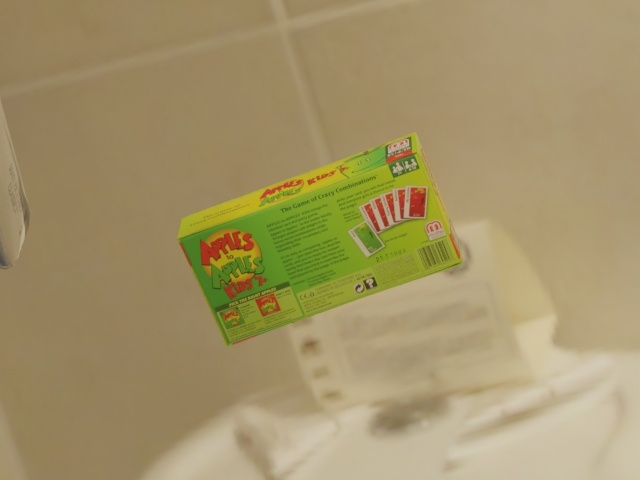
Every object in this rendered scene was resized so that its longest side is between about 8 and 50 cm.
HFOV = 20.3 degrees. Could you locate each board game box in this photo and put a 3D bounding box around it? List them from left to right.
[{"bbox_3d":[0.000,0.000,1.272,0.181,0.092,0.043,-20,20,9],"label":"board game box"}]

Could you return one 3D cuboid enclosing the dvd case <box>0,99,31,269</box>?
[{"bbox_3d":[-0.164,-0.074,0.379,0.180,0.022,0.253,13,-26,5],"label":"dvd case"}]
